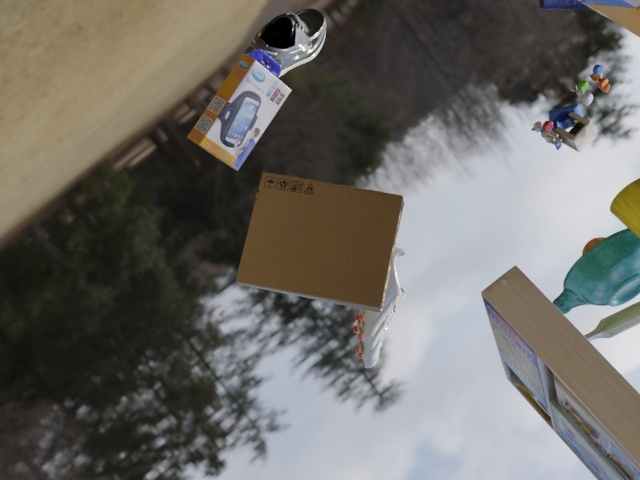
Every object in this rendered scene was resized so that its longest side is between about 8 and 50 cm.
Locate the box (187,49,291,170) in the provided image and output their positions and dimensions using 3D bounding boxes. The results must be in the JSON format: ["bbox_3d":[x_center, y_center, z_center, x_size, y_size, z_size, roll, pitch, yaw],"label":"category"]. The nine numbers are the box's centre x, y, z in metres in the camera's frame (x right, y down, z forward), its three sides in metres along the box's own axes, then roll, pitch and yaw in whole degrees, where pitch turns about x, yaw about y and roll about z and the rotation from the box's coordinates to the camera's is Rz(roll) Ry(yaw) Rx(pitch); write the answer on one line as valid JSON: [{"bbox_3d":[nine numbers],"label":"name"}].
[{"bbox_3d":[-0.091,-0.158,1.355,0.136,0.028,0.081,-55,142,2],"label":"box"}]

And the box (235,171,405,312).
[{"bbox_3d":[0.000,0.000,1.533,0.021,0.201,0.164,73,28,-71],"label":"box"}]

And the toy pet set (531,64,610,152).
[{"bbox_3d":[0.353,-0.188,1.629,0.122,0.114,0.065,-47,-130,-5],"label":"toy pet set"}]

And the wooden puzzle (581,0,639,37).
[{"bbox_3d":[0.357,-0.297,1.294,0.044,0.221,0.238,-61,-175,-10],"label":"wooden puzzle"}]

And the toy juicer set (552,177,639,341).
[{"bbox_3d":[0.414,0.030,1.524,0.209,0.089,0.329,-11,143,-31],"label":"toy juicer set"}]

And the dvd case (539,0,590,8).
[{"bbox_3d":[0.415,-0.462,1.731,0.180,0.253,0.022,5,-133,21],"label":"dvd case"}]

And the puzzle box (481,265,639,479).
[{"bbox_3d":[0.329,0.231,1.199,0.052,0.409,0.272,-37,149,-5],"label":"puzzle box"}]

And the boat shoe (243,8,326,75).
[{"bbox_3d":[-0.050,-0.340,1.894,0.233,0.084,0.079,-45,161,-48],"label":"boat shoe"}]

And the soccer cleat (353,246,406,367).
[{"bbox_3d":[0.093,0.103,1.751,0.076,0.196,0.068,1,-169,-8],"label":"soccer cleat"}]
